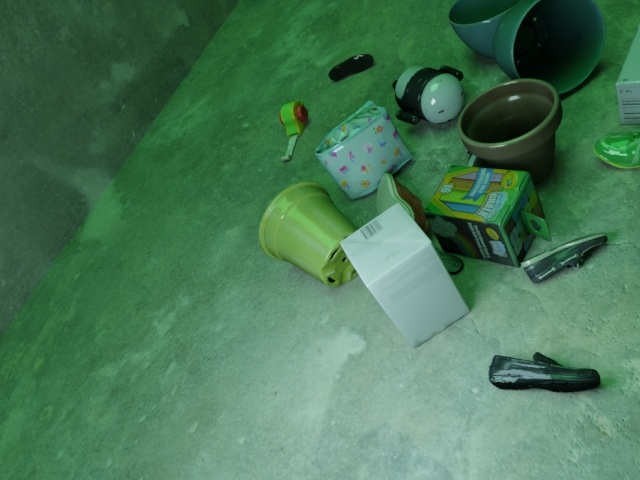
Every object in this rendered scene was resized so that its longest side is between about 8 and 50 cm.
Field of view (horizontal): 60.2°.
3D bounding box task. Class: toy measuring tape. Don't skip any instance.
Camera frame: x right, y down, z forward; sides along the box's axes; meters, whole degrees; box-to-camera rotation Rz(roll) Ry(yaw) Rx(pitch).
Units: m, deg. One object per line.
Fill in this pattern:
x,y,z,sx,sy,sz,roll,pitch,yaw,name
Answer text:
-0.127,-0.476,2.284,0.121,0.121,0.330,-10,47,29,toy measuring tape

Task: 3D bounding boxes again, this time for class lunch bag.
0.136,-0.288,1.824,0.262,0.223,0.160,-39,34,1,lunch bag

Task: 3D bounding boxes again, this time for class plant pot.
0.619,-0.761,1.938,0.290,0.195,0.290,-22,39,19,plant pot
0.674,-0.615,1.710,0.293,0.293,0.235,-33,25,5,plant pot
0.000,0.000,1.648,0.276,0.276,0.254,-45,52,-9,plant pot
0.532,-0.268,1.507,0.263,0.229,0.263,-20,43,19,plant pot

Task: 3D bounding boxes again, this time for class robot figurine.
0.369,-0.503,1.903,0.278,0.173,0.209,41,124,50,robot figurine

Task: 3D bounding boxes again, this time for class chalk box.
0.448,-0.063,1.413,0.288,0.180,0.179,14,61,42,chalk box

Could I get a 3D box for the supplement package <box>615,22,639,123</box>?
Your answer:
0.928,-0.450,1.457,0.204,0.145,0.262,9,58,41,supplement package

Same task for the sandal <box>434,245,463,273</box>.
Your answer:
0.311,0.047,1.523,0.179,0.040,0.067,30,78,33,sandal

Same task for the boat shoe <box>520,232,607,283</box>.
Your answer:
0.588,0.041,1.319,0.206,0.075,0.065,-23,84,9,boat shoe

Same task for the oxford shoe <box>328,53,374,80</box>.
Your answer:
0.135,-0.768,2.407,0.212,0.076,0.076,-12,35,26,oxford shoe

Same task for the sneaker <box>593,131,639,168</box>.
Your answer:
0.827,-0.243,1.348,0.295,0.123,0.109,12,60,43,sneaker

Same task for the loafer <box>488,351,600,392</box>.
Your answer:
0.463,0.271,1.158,0.223,0.076,0.078,-7,56,36,loafer

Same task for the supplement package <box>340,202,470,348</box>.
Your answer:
0.209,0.091,1.349,0.177,0.293,0.175,-34,40,3,supplement package

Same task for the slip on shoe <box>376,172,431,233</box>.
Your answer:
0.245,-0.107,1.675,0.101,0.123,0.331,6,27,-16,slip on shoe

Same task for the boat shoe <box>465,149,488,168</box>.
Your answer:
0.481,-0.268,1.671,0.070,0.078,0.219,10,50,41,boat shoe
